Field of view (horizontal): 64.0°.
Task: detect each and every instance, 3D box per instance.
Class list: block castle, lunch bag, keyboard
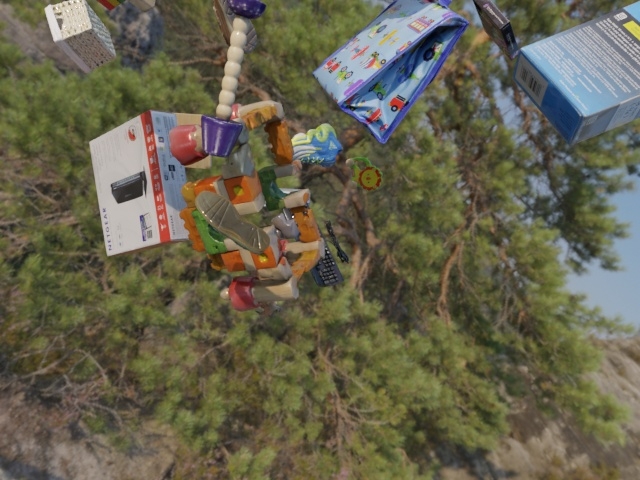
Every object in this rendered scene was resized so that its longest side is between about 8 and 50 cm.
[{"bbox_3d":[-0.172,-0.084,1.218,0.303,0.212,0.453,-56,134,-59],"label":"block castle"},{"bbox_3d":[0.145,-0.381,1.035,0.138,0.293,0.221,32,19,-32],"label":"lunch bag"},{"bbox_3d":[0.000,0.000,1.704,0.201,0.033,0.317,-9,69,-48],"label":"keyboard"}]

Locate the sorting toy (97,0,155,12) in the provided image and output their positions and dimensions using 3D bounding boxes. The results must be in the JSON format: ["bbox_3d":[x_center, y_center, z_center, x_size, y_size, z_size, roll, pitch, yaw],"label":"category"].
[{"bbox_3d":[-0.391,-0.541,0.833,0.257,0.089,0.256,27,55,-56],"label":"sorting toy"}]

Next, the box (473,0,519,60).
[{"bbox_3d":[0.413,-0.504,1.205,0.162,0.029,0.116,19,38,-61],"label":"box"}]

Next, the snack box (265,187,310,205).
[{"bbox_3d":[-0.154,-0.176,2.088,0.207,0.174,0.070,-28,122,-71],"label":"snack box"}]

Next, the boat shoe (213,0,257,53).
[{"bbox_3d":[-0.334,-0.825,1.821,0.116,0.123,0.324,16,-48,39],"label":"boat shoe"}]

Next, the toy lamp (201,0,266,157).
[{"bbox_3d":[-0.160,-0.287,0.917,0.080,0.275,0.080,16,15,-4],"label":"toy lamp"}]

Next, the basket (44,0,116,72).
[{"bbox_3d":[-0.639,-0.552,1.380,0.167,0.103,0.113,71,-2,-79],"label":"basket"}]

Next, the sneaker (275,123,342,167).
[{"bbox_3d":[-0.021,-0.269,1.564,0.126,0.240,0.091,49,-32,7],"label":"sneaker"}]

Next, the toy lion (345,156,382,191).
[{"bbox_3d":[0.126,-0.187,1.446,0.034,0.096,0.100,-38,119,-74],"label":"toy lion"}]

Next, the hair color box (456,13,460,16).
[{"bbox_3d":[0.304,-0.608,1.443,0.167,0.093,0.053,-2,89,-33],"label":"hair color box"}]

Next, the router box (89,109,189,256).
[{"bbox_3d":[-0.487,-0.141,1.385,0.082,0.301,0.336,-7,86,-53],"label":"router box"}]

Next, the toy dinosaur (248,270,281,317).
[{"bbox_3d":[-0.211,0.110,1.820,0.127,0.200,0.296,25,29,-50],"label":"toy dinosaur"}]

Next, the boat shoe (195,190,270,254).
[{"bbox_3d":[-0.160,-0.028,0.915,0.153,0.056,0.048,35,-27,-9],"label":"boat shoe"}]

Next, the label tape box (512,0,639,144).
[{"bbox_3d":[0.652,-0.383,1.152,0.106,0.333,0.241,74,-7,-60],"label":"label tape box"}]

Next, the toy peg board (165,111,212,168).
[{"bbox_3d":[-0.402,-0.313,1.588,0.079,0.160,0.161,-54,148,-69],"label":"toy peg board"}]
